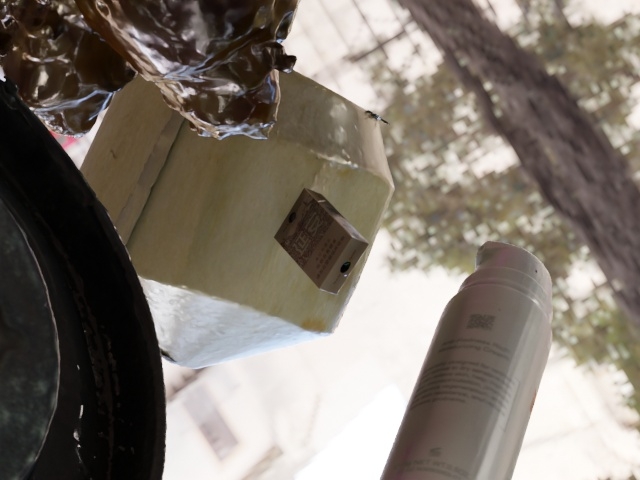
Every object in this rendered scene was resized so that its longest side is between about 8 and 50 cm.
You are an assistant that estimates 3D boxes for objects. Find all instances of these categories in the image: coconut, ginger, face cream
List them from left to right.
[{"bbox_3d":[-0.156,-0.200,0.943,0.274,0.357,0.152,-54,-165,20],"label":"ginger"},{"bbox_3d":[-0.091,-0.029,1.451,0.323,0.323,0.323,-31,-172,5],"label":"coconut"},{"bbox_3d":[0.127,0.125,1.261,0.102,0.102,0.345,-26,-159,34],"label":"face cream"}]

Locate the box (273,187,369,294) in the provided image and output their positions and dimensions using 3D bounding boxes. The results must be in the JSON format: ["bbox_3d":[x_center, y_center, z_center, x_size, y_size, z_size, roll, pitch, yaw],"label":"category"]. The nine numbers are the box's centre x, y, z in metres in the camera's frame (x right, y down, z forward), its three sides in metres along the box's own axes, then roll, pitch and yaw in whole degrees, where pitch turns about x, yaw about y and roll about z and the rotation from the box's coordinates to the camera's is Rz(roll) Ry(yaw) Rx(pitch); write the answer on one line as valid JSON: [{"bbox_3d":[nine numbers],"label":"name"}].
[{"bbox_3d":[0.000,0.000,1.274,0.053,0.024,0.083,-58,-135,14],"label":"box"}]

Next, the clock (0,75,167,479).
[{"bbox_3d":[-0.241,0.031,0.654,0.076,0.386,0.386,-40,-177,35],"label":"clock"}]
